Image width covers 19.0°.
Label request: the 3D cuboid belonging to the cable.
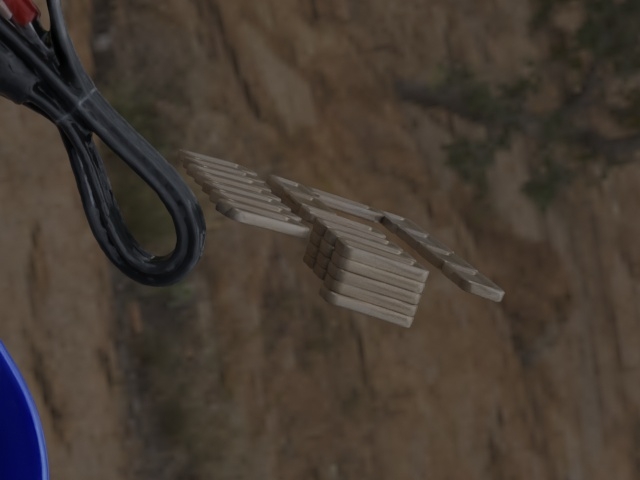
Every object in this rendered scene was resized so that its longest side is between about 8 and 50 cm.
[{"bbox_3d":[-0.164,-0.104,1.168,0.287,0.139,0.072,40,13,-10],"label":"cable"}]

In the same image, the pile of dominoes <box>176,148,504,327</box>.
[{"bbox_3d":[0.000,0.000,1.283,0.251,0.196,0.040,-137,-114,-73],"label":"pile of dominoes"}]

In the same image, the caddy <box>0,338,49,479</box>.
[{"bbox_3d":[-0.292,0.088,1.004,0.241,0.179,0.341,-36,103,-36],"label":"caddy"}]
